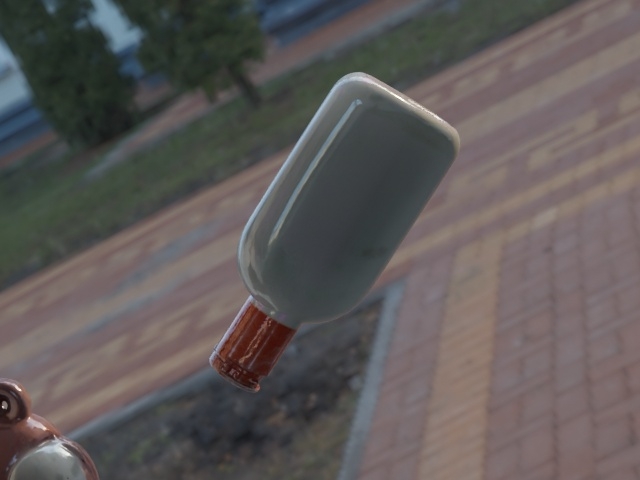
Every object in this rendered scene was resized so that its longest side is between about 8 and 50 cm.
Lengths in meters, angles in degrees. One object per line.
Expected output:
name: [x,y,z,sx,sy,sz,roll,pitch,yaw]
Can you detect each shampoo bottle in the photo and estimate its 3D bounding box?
shampoo bottle: [0.000,0.000,1.147,0.221,0.108,0.051,-57,36,8]

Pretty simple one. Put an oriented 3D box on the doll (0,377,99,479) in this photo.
doll: [-0.205,0.211,1.113,0.211,0.262,0.093,17,20,12]
